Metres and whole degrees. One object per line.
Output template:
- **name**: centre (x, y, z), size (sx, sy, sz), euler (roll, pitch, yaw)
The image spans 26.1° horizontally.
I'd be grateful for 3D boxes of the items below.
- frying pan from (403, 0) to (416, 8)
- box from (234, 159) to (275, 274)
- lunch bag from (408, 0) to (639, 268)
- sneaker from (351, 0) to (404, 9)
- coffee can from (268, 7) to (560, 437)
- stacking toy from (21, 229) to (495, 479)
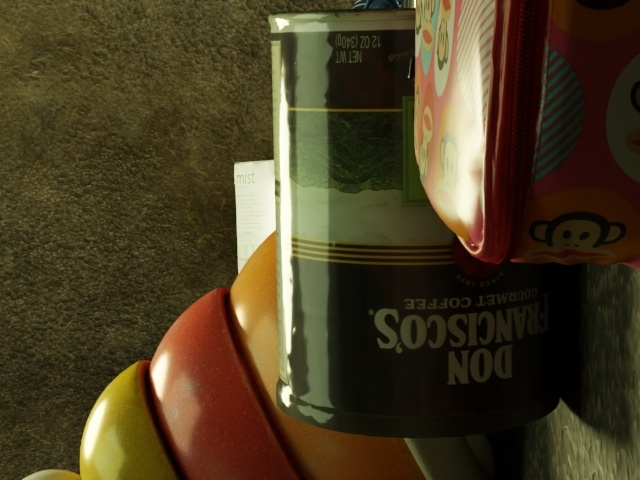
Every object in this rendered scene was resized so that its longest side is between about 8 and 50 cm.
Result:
- **frying pan**: centre (0.128, -0.260, 1.664), size (0.197, 0.053, 0.326), euler (92, 179, -87)
- **box**: centre (0.000, 0.000, 1.867), size (0.262, 0.126, 0.231), euler (-1, 91, 55)
- **lunch bag**: centre (0.115, -0.136, 0.696), size (0.293, 0.120, 0.258), euler (-101, 13, -74)
- **sneaker**: centre (0.079, -0.305, 1.902), size (0.232, 0.081, 0.090), euler (-62, -5, 9)
- **coffee can**: centre (0.065, -0.022, 0.966), size (0.201, 0.201, 0.276), euler (-98, 7, -82)
- **stacking toy**: centre (-0.106, 0.192, 1.312), size (0.351, 0.479, 0.350), euler (63, -174, -11)
